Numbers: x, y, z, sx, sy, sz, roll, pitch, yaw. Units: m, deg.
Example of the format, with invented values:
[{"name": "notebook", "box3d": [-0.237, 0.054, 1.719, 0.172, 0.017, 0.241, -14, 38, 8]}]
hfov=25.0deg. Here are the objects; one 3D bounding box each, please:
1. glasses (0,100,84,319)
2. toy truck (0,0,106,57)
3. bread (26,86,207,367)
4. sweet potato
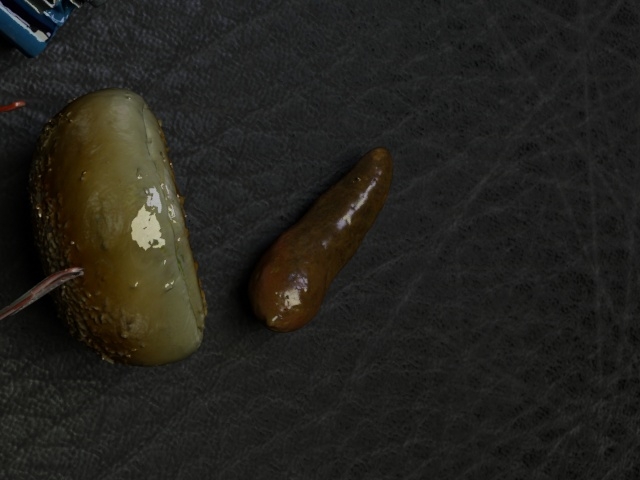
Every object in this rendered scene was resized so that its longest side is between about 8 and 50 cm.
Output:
[{"name": "glasses", "box3d": [-0.372, -0.016, 1.396, 0.118, 0.268, 0.234, -15, 86, -45]}, {"name": "toy truck", "box3d": [-0.256, -0.367, 1.548, 0.146, 0.175, 0.367, 42, 66, -24]}, {"name": "bread", "box3d": [-0.213, -0.007, 1.493, 0.159, 0.305, 0.305, -16, 95, -3]}, {"name": "sweet potato", "box3d": [0.000, 0.000, 1.725, 0.097, 0.097, 0.292, 48, 56, -20]}]
